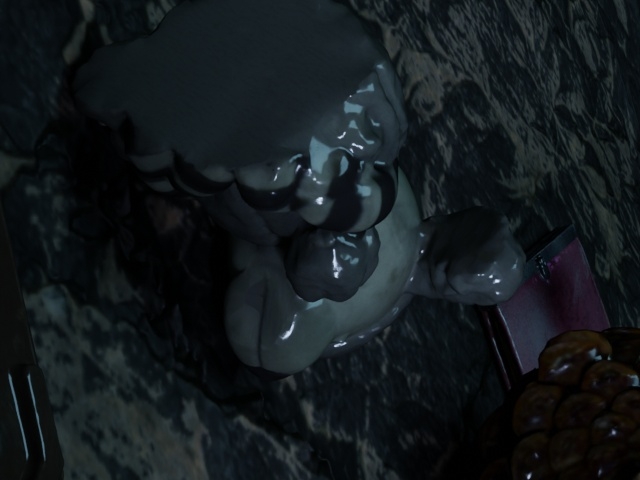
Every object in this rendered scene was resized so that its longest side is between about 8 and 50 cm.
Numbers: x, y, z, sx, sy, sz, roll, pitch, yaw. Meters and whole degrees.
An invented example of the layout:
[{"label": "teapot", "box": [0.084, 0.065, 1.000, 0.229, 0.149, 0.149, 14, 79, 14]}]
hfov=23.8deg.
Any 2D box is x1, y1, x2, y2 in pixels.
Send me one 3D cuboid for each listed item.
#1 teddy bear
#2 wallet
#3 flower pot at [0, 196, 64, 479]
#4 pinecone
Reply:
[{"label": "teddy bear", "box": [0.005, -0.007, 0.772, 0.251, 0.171, 0.144, 57, 50, -42]}, {"label": "wallet", "box": [0.186, 0.068, 1.225, 0.232, 0.025, 0.119, -30, 103, -62]}, {"label": "flower pot", "box": [-0.163, 0.020, 0.506, 0.179, 0.084, 0.250, 0, 75, -63]}, {"label": "pinecone", "box": [0.197, 0.172, 0.978, 0.272, 0.224, 0.224, 47, 31, -77]}]
